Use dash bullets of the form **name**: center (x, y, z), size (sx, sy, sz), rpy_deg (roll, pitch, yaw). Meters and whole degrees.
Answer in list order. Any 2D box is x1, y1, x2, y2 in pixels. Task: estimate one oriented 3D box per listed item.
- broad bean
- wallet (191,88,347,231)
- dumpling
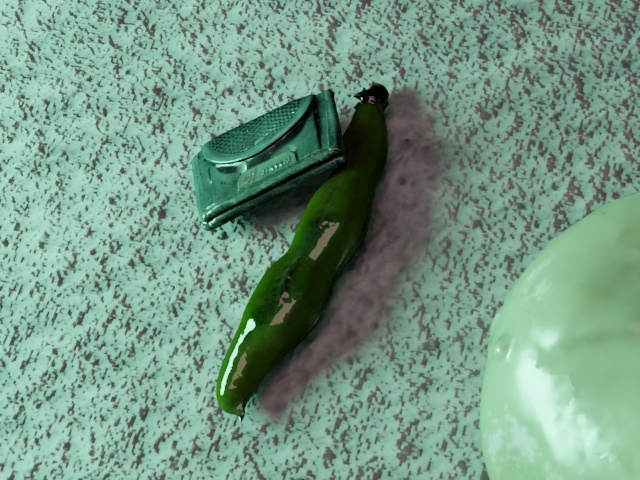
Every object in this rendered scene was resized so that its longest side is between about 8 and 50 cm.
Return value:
- **broad bean**: center (0.001, 0.001, 0.912), size (0.060, 0.043, 0.298), rpy_deg (12, 64, 35)
- **wallet**: center (-0.043, -0.068, 0.952), size (0.129, 0.026, 0.088), rpy_deg (-26, 43, 16)
- **dumpling**: center (0.203, 0.074, 0.702), size (0.187, 0.243, 0.318), rpy_deg (25, 81, -5)
